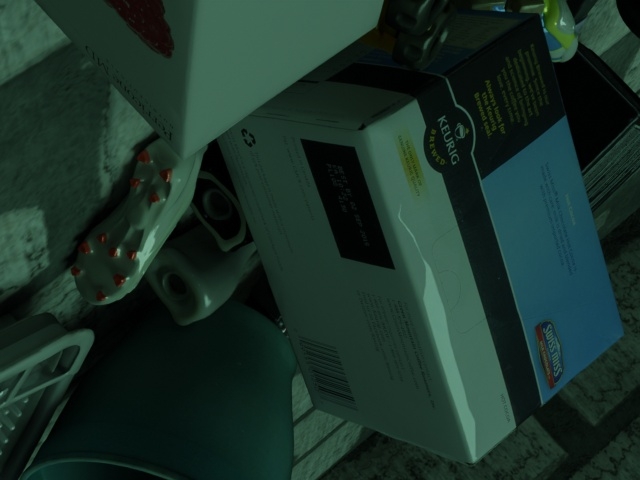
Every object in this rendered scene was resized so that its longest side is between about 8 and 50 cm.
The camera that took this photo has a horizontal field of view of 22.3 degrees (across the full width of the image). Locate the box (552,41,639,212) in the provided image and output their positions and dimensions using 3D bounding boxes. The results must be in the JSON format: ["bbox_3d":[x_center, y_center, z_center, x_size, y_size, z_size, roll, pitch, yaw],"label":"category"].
[{"bbox_3d":[0.277,-0.109,2.122,0.296,0.183,0.294,-45,164,13],"label":"box"}]

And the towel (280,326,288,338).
[{"bbox_3d":[-0.024,0.055,1.975,0.197,0.029,0.144,-47,-163,6],"label":"towel"}]

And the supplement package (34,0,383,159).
[{"bbox_3d":[-0.063,-0.217,0.940,0.175,0.177,0.293,-38,164,-22],"label":"supplement package"}]

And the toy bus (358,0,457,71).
[{"bbox_3d":[0.068,-0.265,1.267,0.211,0.149,0.220,-58,169,-8],"label":"toy bus"}]

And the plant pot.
[{"bbox_3d":[-0.146,0.203,1.703,0.271,0.272,0.255,118,-7,-52],"label":"plant pot"}]

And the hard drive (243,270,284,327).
[{"bbox_3d":[0.000,0.000,1.837,0.254,0.054,0.172,-51,178,-19],"label":"hard drive"}]

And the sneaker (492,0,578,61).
[{"bbox_3d":[0.167,-0.241,1.601,0.126,0.091,0.240,-30,137,6],"label":"sneaker"}]

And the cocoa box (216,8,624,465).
[{"bbox_3d":[0.093,-0.016,1.491,0.228,0.231,0.347,-35,119,-30],"label":"cocoa box"}]

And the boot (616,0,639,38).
[{"bbox_3d":[0.521,-0.411,2.007,0.348,0.131,0.260,-48,176,-28],"label":"boot"}]

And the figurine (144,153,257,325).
[{"bbox_3d":[-0.064,-0.032,1.652,0.209,0.092,0.215,-35,165,-42],"label":"figurine"}]

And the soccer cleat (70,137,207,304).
[{"bbox_3d":[-0.160,-0.017,1.471,0.076,0.068,0.196,-27,156,-55],"label":"soccer cleat"}]

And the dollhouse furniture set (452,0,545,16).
[{"bbox_3d":[0.216,-0.281,1.478,0.182,0.101,0.161,-7,150,-14],"label":"dollhouse furniture set"}]

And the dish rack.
[{"bbox_3d":[-0.370,0.197,1.503,0.285,0.072,0.333,-30,161,-43],"label":"dish rack"}]

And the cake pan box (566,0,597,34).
[{"bbox_3d":[0.216,-0.246,1.812,0.267,0.070,0.246,-36,166,-27],"label":"cake pan box"}]
